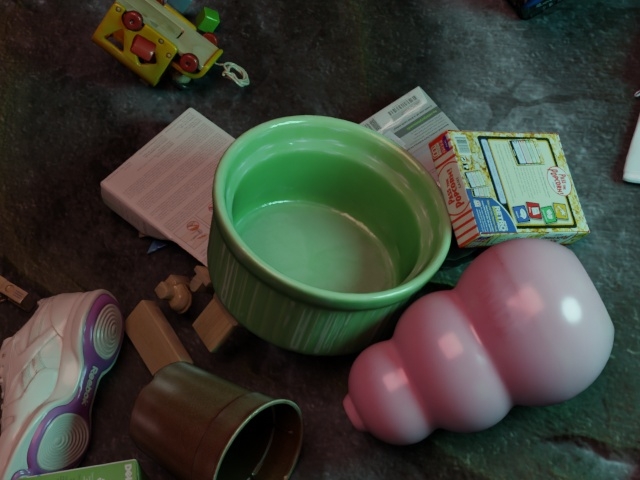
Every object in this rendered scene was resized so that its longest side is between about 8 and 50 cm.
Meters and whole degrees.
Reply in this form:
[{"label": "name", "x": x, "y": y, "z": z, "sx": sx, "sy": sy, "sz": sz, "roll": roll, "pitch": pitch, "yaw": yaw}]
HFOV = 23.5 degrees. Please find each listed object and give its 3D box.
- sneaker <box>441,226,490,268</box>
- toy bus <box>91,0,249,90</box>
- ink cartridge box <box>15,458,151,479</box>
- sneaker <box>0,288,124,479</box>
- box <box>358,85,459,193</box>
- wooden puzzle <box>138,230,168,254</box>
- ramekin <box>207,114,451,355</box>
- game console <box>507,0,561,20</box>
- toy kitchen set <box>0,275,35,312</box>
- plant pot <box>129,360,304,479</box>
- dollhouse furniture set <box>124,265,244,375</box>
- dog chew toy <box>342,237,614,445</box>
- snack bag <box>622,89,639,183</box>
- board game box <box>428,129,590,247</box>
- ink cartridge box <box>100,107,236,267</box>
[{"label": "sneaker", "x": 0.212, "y": -0.035, "z": 2.030, "sx": 0.089, "sy": 0.051, "sz": 0.170, "roll": 13, "pitch": 67, "yaw": 13}, {"label": "toy bus", "x": -0.231, "y": -0.275, "z": 2.230, "sx": 0.104, "sy": 0.191, "sz": 0.202, "roll": -50, "pitch": 50, "yaw": 33}, {"label": "ink cartridge box", "x": -0.257, "y": 0.321, "z": 1.880, "sx": 0.209, "sy": 0.109, "sz": 0.062, "roll": -10, "pitch": 59, "yaw": 5}, {"label": "sneaker", "x": -0.362, "y": 0.202, "z": 1.991, "sx": 0.152, "sy": 0.114, "sz": 0.305, "roll": 2, "pitch": 56, "yaw": 31}, {"label": "box", "x": 0.130, "y": -0.107, "z": 2.098, "sx": 0.145, "sy": 0.038, "sz": 0.186, "roll": -34, "pitch": 58, "yaw": -8}, {"label": "wooden puzzle", "x": -0.221, "y": -0.039, "z": 2.143, "sx": 0.079, "sy": 0.014, "sz": 0.116, "roll": -16, "pitch": 58, "yaw": 2}, {"label": "ramekin", "x": 0.000, "y": 0.000, "z": 1.941, "sx": 0.303, "sy": 0.148, "sz": 0.303, "roll": 9, "pitch": 48, "yaw": -11}, {"label": "game console", "x": 0.383, "y": -0.454, "z": 2.173, "sx": 0.293, "sy": 0.173, "sz": 0.250, "roll": -28, "pitch": 59, "yaw": -6}, {"label": "toy kitchen set", "x": -0.450, "y": 0.086, "z": 2.083, "sx": 0.075, "sy": 0.068, "sz": 0.083, "roll": 28, "pitch": 69, "yaw": 25}, {"label": "plant pot", "x": -0.135, "y": 0.238, "z": 1.885, "sx": 0.165, "sy": 0.167, "sz": 0.167, "roll": 25, "pitch": 67, "yaw": 33}, {"label": "dollhouse furniture set", "x": -0.146, "y": 0.115, "z": 2.029, "sx": 0.151, "sy": 0.123, "sz": 0.144, "roll": -50, "pitch": 56, "yaw": 22}, {"label": "dog chew toy", "x": 0.181, "y": 0.136, "z": 1.856, "sx": 0.332, "sy": 0.206, "sz": 0.206, "roll": -27, "pitch": 58, "yaw": 3}, {"label": "snack bag", "x": 0.584, "y": -0.188, "z": 2.055, "sx": 0.323, "sy": 0.037, "sz": 0.342, "roll": 14, "pitch": 64, "yaw": 18}, {"label": "board game box", "x": 0.242, "y": -0.066, "z": 1.963, "sx": 0.193, "sy": 0.045, "sz": 0.146, "roll": -1, "pitch": 67, "yaw": -35}, {"label": "ink cartridge box", "x": -0.164, "y": -0.062, "z": 2.115, "sx": 0.225, "sy": 0.056, "sz": 0.181, "roll": 37, "pitch": 65, "yaw": 23}]
